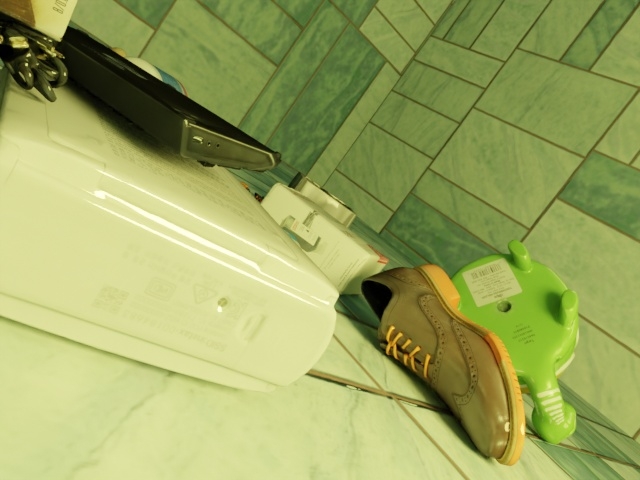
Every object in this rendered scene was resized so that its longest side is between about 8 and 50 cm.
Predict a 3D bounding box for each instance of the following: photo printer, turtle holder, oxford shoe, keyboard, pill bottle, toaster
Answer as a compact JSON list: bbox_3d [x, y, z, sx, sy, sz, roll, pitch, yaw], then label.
[{"bbox_3d":[-0.151,-0.031,0.450,0.256,0.107,0.307,29,10,-35],"label":"photo printer"},{"bbox_3d":[0.375,0.181,1.058,0.320,0.243,0.228,35,-19,41],"label":"turtle holder"},{"bbox_3d":[0.150,0.157,0.775,0.132,0.130,0.364,0,25,-13],"label":"oxford shoe"},{"bbox_3d":[-0.187,-0.135,0.436,0.317,0.033,0.201,34,12,30],"label":"keyboard"},{"bbox_3d":[-0.347,-0.282,1.100,0.124,0.124,0.221,36,6,4],"label":"pill bottle"},{"bbox_3d":[-0.016,-0.071,1.356,0.168,0.110,0.186,34,7,-10],"label":"toaster"}]

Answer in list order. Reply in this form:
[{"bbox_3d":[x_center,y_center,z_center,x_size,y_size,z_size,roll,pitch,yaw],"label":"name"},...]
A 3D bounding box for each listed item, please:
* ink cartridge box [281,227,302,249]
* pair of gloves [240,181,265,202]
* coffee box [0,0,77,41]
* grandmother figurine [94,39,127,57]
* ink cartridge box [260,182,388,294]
[{"bbox_3d":[-0.073,0.017,0.704,0.104,0.060,0.180,34,7,-20],"label":"ink cartridge box"},{"bbox_3d":[-0.162,-0.116,1.354,0.083,0.010,0.074,36,7,-6],"label":"pair of gloves"},{"bbox_3d":[-0.255,-0.254,0.284,0.297,0.168,0.119,20,13,-37],"label":"coffee box"},{"bbox_3d":[-0.506,-0.395,1.240,0.207,0.104,0.342,7,15,-7],"label":"grandmother figurine"},{"bbox_3d":[0.000,0.000,1.040,0.218,0.092,0.158,40,8,18],"label":"ink cartridge box"}]
